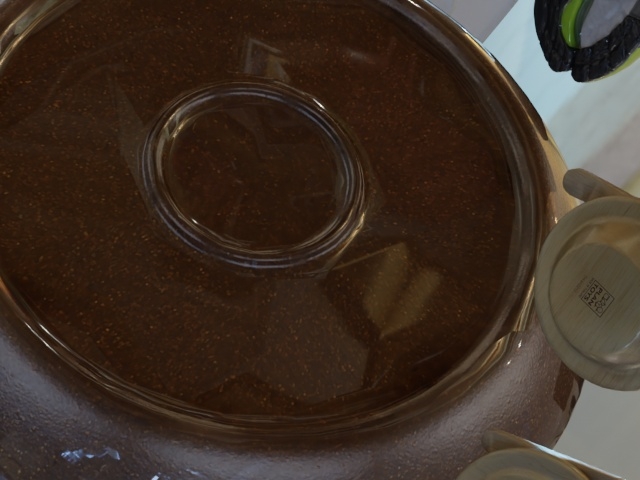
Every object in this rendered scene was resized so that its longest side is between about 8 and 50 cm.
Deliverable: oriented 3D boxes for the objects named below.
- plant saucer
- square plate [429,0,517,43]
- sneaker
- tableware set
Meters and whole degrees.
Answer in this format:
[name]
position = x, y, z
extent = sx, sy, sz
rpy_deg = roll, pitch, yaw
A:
[plant saucer]
position = -0.030, -0.016, 0.623
extent = 0.050, 0.311, 0.310
rpy_deg = 111, 4, -55
[square plate]
position = 0.061, -0.208, 1.414
extent = 0.344, 0.049, 0.347
rpy_deg = -50, 151, 10
[sneaker]
position = 0.286, -0.209, 1.136
extent = 0.121, 0.111, 0.300
rpy_deg = -25, -176, -34
[tableware set]
position = 0.102, 0.062, 0.424
extent = 0.020, 0.141, 0.168
rpy_deg = -7, 115, -50
